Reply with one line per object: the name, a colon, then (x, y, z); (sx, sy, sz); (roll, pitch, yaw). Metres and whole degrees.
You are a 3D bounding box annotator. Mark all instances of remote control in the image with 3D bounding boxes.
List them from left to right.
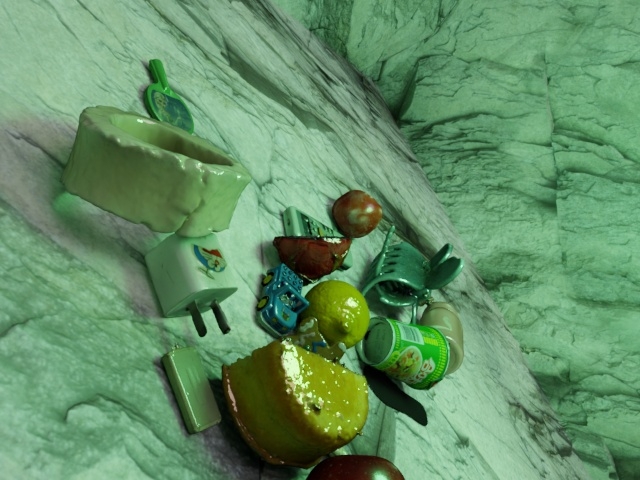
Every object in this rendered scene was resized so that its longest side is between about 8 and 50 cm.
remote control: (0.000, 0.000, 1.657); (0.296, 0.056, 0.140); (29, 38, -41)

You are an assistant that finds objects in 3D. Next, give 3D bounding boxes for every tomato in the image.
tomato: (0.130, -0.102, 1.879); (0.151, 0.187, 0.187); (-16, 72, -40)

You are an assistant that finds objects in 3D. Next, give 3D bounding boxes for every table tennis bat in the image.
table tennis bat: (-0.425, -0.395, 1.417); (0.160, 0.039, 0.257); (11, 53, -59)

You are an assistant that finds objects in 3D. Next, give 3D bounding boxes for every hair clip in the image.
hair clip: (0.296, 0.120, 1.785); (0.238, 0.392, 0.318); (27, 29, 2)

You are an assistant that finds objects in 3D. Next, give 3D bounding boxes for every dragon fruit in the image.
dragon fruit: (-0.021, 0.058, 1.432); (0.223, 0.218, 0.148); (-1, 92, -72)

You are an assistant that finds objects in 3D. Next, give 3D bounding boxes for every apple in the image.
apple: (0.065, 0.515, 0.971); (0.218, 0.218, 0.202); (25, 48, -46)

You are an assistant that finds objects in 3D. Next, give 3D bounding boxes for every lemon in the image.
lemon: (0.036, 0.194, 1.352); (0.187, 0.186, 0.244); (51, -6, -10)

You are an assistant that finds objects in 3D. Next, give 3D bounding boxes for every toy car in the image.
toy car: (-0.088, 0.141, 1.288); (0.097, 0.100, 0.191); (45, 32, -29)

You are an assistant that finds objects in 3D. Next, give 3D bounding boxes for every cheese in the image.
cheese: (-0.313, -0.131, 1.019); (0.331, 0.153, 0.292); (22, 16, -8)

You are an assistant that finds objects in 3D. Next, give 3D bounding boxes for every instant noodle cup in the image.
instant noodle cup: (0.240, 0.328, 1.541); (0.232, 0.207, 0.207); (26, 38, -36)

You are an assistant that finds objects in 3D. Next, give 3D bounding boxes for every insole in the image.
insole: (0.231, 0.472, 1.554); (0.322, 0.007, 0.109); (40, 31, -29)

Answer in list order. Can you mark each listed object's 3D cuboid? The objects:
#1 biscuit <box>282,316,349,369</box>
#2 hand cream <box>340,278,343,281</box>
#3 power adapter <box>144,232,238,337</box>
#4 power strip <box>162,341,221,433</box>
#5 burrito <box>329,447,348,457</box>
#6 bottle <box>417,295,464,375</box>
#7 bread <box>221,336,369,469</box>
biscuit: (0.000, 0.288, 1.234); (0.205, 0.138, 0.031); (52, -5, -7)
hand cream: (0.063, 0.183, 1.563); (0.078, 0.049, 0.205); (54, 22, -5)
power adapter: (-0.247, 0.099, 1.034); (0.130, 0.125, 0.205); (4, 55, -59)
power strip: (-0.242, 0.269, 0.956); (0.076, 0.028, 0.169); (2, 60, -59)
burrito: (0.060, 0.507, 1.173); (0.186, 0.045, 0.041); (51, 61, -14)
bottle: (0.424, 0.327, 1.868); (0.206, 0.173, 0.297); (46, 27, -5)
bread: (-0.034, 0.345, 1.030); (0.340, 0.194, 0.179); (35, 32, -39)
